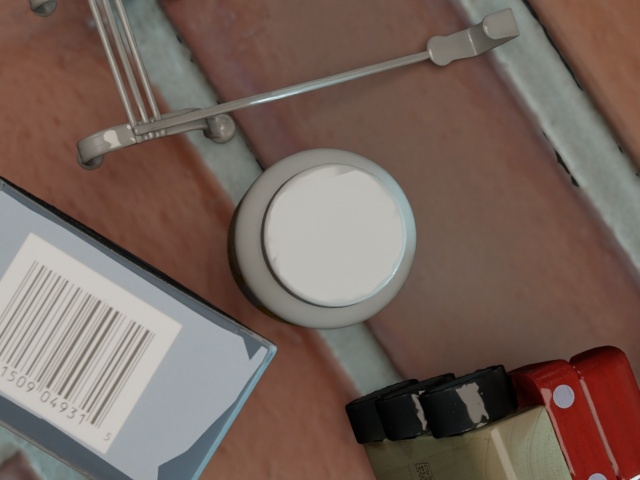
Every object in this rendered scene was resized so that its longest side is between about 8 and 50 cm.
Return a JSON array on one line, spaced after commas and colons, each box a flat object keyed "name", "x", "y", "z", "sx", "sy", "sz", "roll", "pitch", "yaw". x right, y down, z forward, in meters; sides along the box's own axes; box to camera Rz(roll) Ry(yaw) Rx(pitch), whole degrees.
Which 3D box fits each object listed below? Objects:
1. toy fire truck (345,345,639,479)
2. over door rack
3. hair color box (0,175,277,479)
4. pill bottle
[{"name": "toy fire truck", "x": 0.174, "y": 0.136, "z": 1.236, "sx": 0.246, "sy": 0.217, "sz": 0.159, "roll": -21, "pitch": 89, "yaw": -20}, {"name": "over door rack", "x": -0.051, "y": -0.200, "z": 1.285, "sx": 0.324, "sy": 0.108, "sz": 0.240, "roll": -18, "pitch": 89, "yaw": -20}, {"name": "hair color box", "x": -0.139, "y": 0.057, "z": 1.121, "sx": 0.185, "sy": 0.374, "sz": 0.114, "roll": 32, "pitch": 86, "yaw": -3}, {"name": "pill bottle", "x": 0.000, "y": 0.000, "z": 1.218, "sx": 0.117, "sy": 0.208, "sz": 0.118, "roll": 0, "pitch": 87, "yaw": -5}]
